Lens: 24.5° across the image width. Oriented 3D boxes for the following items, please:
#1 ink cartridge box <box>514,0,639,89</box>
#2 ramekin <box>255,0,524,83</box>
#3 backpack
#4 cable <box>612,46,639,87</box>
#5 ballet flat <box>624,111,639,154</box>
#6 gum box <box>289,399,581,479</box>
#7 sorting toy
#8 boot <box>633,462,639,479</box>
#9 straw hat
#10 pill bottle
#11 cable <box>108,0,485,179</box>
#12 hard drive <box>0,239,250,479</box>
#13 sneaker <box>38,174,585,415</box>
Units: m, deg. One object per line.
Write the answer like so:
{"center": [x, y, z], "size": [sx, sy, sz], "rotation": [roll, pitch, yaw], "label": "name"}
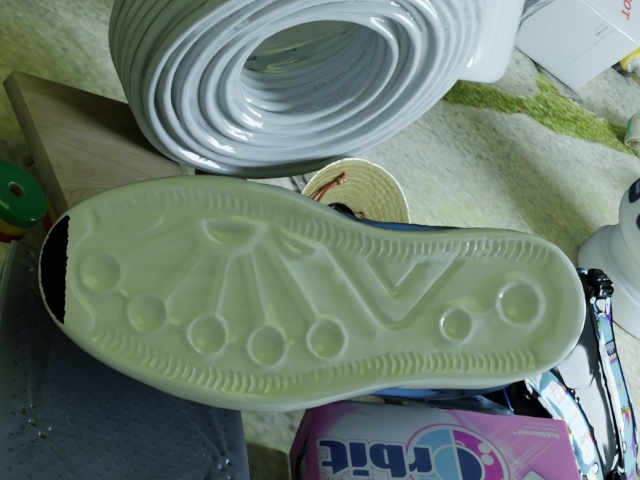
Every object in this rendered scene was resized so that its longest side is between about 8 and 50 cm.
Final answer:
{"center": [0.241, -0.337, 1.696], "size": [0.283, 0.117, 0.207], "rotation": [34, 47, -19], "label": "ink cartridge box"}
{"center": [0.039, -0.211, 1.214], "size": [0.277, 0.135, 0.277], "rotation": [9, 6, -1], "label": "ramekin"}
{"center": [0.159, 0.125, 1.088], "size": [0.158, 0.117, 0.173], "rotation": [-37, 112, -44], "label": "backpack"}
{"center": [0.364, -0.303, 1.877], "size": [0.139, 0.072, 0.287], "rotation": [-14, 64, -45], "label": "cable"}
{"center": [0.420, -0.084, 1.725], "size": [0.168, 0.057, 0.052], "rotation": [36, 60, -9], "label": "ballet flat"}
{"center": [0.071, 0.166, 0.936], "size": [0.188, 0.062, 0.107], "rotation": [7, 43, -14], "label": "gum box"}
{"center": [-0.141, -0.035, 0.985], "size": [0.274, 0.046, 0.132], "rotation": [12, 43, -51], "label": "sorting toy"}
{"center": [0.214, 0.169, 1.186], "size": [0.118, 0.042, 0.087], "rotation": [55, 25, 18], "label": "boot"}
{"center": [0.000, 0.000, 1.098], "size": [0.061, 0.145, 0.144], "rotation": [13, 8, 41], "label": "straw hat"}
{"center": [0.377, -0.026, 1.385], "size": [0.153, 0.264, 0.153], "rotation": [30, 35, -24], "label": "pill bottle"}
{"center": [-0.010, -0.140, 0.989], "size": [0.257, 0.257, 0.089], "rotation": [35, 31, -55], "label": "cable"}
{"center": [-0.119, 0.127, 0.819], "size": [0.172, 0.054, 0.255], "rotation": [26, 35, -29], "label": "hard drive"}
{"center": [-0.018, 0.041, 0.919], "size": [0.322, 0.236, 0.130], "rotation": [4, 84, -13], "label": "sneaker"}
